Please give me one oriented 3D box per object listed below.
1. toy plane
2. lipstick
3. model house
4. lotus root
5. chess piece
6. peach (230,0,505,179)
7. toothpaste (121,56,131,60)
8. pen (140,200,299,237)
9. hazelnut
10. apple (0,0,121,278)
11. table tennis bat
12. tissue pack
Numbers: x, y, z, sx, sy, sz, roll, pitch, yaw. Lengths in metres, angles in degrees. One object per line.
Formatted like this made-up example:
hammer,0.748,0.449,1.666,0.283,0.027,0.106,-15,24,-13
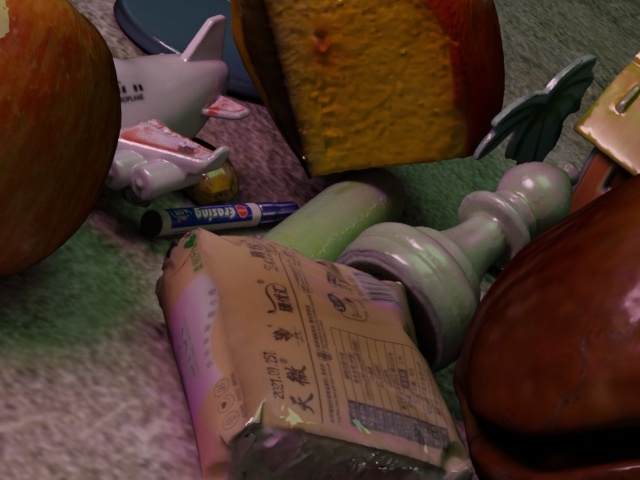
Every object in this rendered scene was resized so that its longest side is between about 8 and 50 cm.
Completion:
toy plane,-0.178,-0.119,1.716,0.252,0.118,0.252,6,35,-4
lipstick,0.000,0.000,1.759,0.076,0.076,0.304,32,24,8
model house,0.335,-0.039,1.885,0.300,0.323,0.340,39,26,24
lotus root,-0.115,-0.069,1.802,0.054,0.049,0.099,0,31,-44
chess piece,0.144,0.000,1.721,0.139,0.139,0.272,38,52,21
peach,0.047,-0.218,1.867,0.242,0.306,0.380,-13,7,8
toothpaste,-0.185,-0.157,1.936,0.020,0.017,0.083,12,28,-26
pen,-0.088,-0.022,1.766,0.025,0.025,0.204,42,28,27
hazelnut,0.320,0.122,1.538,0.402,0.402,0.429,30,28,2
apple,-0.282,-0.114,1.471,0.277,0.250,0.309,20,23,-17
table tennis bat,-0.076,-0.214,2.138,0.329,0.044,0.215,12,28,-27
tissue pack,-0.005,0.108,1.486,0.215,0.123,0.256,15,27,-24
